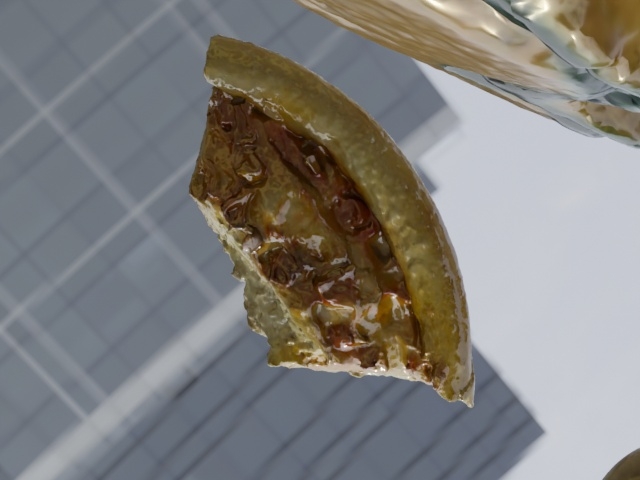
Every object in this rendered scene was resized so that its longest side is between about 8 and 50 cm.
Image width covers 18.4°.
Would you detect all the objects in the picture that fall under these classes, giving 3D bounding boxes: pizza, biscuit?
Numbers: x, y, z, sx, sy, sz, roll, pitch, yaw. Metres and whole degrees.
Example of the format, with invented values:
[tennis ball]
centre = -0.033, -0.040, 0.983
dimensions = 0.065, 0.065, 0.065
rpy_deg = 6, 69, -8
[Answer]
[pizza]
centre = 0.003, -0.006, 1.204
dimensions = 0.134, 0.271, 0.056
rpy_deg = -25, -177, -2
[biscuit]
centre = -0.003, -0.101, 0.589
dimensions = 0.057, 0.287, 0.344
rpy_deg = -61, -145, 4

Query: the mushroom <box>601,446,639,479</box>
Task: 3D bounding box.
[mushroom]
centre = 0.291, 0.254, 1.515
dimensions = 0.204, 0.204, 0.204
rpy_deg = -32, -154, 18
